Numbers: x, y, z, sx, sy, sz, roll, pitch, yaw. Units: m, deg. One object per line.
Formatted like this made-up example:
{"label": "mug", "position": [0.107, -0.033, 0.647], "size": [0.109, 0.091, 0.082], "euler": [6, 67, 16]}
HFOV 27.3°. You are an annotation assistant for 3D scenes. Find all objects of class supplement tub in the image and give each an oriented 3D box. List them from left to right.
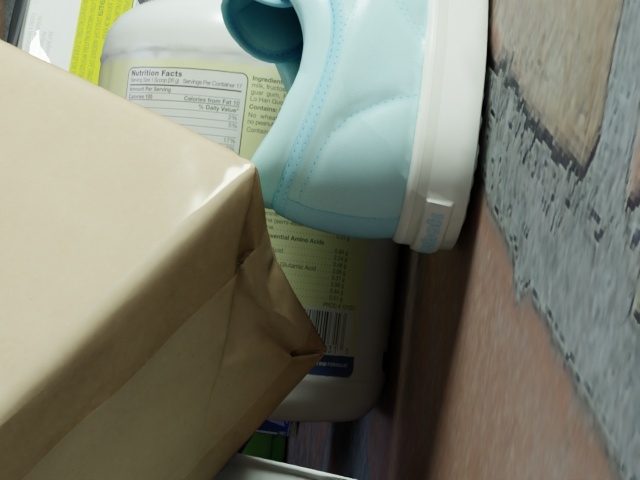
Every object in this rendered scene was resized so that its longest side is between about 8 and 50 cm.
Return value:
{"label": "supplement tub", "position": [-0.053, -0.043, 0.963], "size": [0.235, 0.235, 0.325], "euler": [160, 117, -84]}

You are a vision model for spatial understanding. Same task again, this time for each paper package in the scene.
{"label": "paper package", "position": [-0.219, 0.047, 0.743], "size": [0.309, 0.325, 0.168], "euler": [-47, -38, -22]}

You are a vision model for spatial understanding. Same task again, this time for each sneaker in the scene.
{"label": "sneaker", "position": [0.020, -0.171, 0.787], "size": [0.135, 0.150, 0.366], "euler": [107, 169, -58]}

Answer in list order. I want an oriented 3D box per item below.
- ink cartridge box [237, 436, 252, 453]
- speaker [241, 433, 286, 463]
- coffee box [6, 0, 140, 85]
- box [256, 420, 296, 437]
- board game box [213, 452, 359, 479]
{"label": "ink cartridge box", "position": [-0.050, 0.112, 1.194], "size": [0.223, 0.045, 0.224], "euler": [-56, 5, -21]}
{"label": "speaker", "position": [-0.111, 0.249, 1.835], "size": [0.131, 0.131, 0.296], "euler": [104, 171, -57]}
{"label": "coffee box", "position": [-0.152, -0.146, 1.342], "size": [0.337, 0.334, 0.338], "euler": [128, 150, -55]}
{"label": "box", "position": [-0.048, 0.168, 1.620], "size": [0.054, 0.059, 0.169], "euler": [-85, 5, -47]}
{"label": "board game box", "position": [-0.083, 0.300, 0.656], "size": [0.390, 0.050, 0.390], "euler": [-9, 55, 65]}
